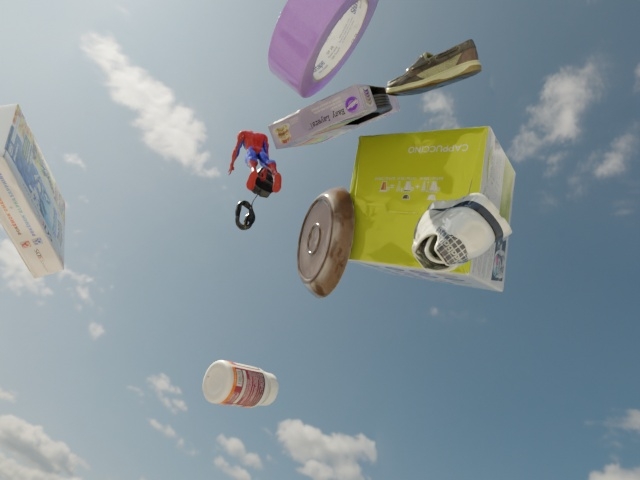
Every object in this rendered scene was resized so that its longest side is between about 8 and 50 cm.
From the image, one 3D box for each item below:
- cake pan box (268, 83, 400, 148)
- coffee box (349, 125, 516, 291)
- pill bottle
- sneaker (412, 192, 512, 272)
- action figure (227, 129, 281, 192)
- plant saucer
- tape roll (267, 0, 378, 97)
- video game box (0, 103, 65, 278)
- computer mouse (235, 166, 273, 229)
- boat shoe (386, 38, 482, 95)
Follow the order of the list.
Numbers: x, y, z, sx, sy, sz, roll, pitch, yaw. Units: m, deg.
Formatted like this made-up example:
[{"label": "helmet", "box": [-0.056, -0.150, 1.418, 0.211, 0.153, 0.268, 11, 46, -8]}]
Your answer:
[{"label": "cake pan box", "box": [0.044, -0.309, 1.034, 0.266, 0.245, 0.070, -15, -81, 31]}, {"label": "coffee box", "box": [0.292, -0.071, 1.096, 0.337, 0.338, 0.334, 6, -8, 36]}, {"label": "pill bottle", "box": [-0.238, 0.443, 1.268, 0.121, 0.121, 0.221, -15, -31, 33]}, {"label": "sneaker", "box": [0.165, 0.001, 0.585, 0.090, 0.095, 0.235, 48, -6, 5]}, {"label": "action figure", "box": [-0.168, -0.179, 1.029, 0.091, 0.280, 0.139, 6, -53, -21]}, {"label": "plant saucer", "box": [0.000, 0.000, 1.127, 0.050, 0.311, 0.311, 11, -42, -23]}, {"label": "tape roll", "box": [0.009, -0.442, 0.870, 0.090, 0.275, 0.275, 39, -47, 1]}, {"label": "video game box", "box": [-0.436, -0.077, 0.614, 0.048, 0.205, 0.187, -15, -49, -20]}, {"label": "computer mouse", "box": [-0.167, -0.109, 1.073, 0.071, 0.242, 0.041, 33, -45, -12]}, {"label": "boat shoe", "box": [0.234, -0.363, 0.884, 0.223, 0.080, 0.073, 4, -76, 50]}]
